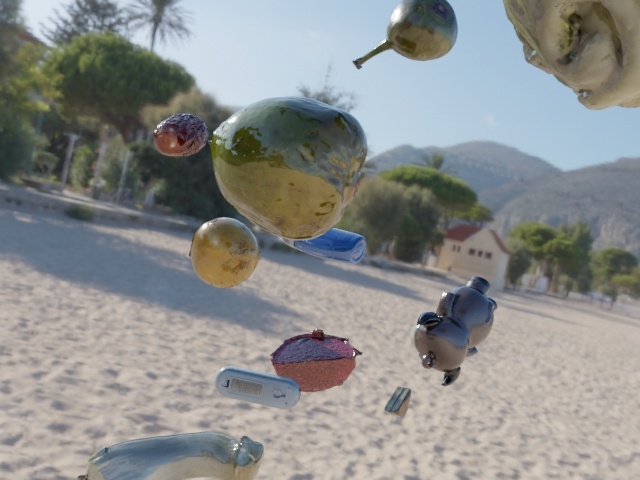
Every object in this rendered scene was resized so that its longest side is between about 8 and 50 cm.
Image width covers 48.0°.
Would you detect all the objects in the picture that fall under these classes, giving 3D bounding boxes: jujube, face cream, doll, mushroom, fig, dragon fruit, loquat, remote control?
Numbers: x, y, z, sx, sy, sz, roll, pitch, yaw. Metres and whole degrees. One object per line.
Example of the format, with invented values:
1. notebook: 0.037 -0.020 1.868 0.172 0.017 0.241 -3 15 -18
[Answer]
1. jujube: -0.350 -0.260 1.796 0.112 0.109 0.176 -30 10 19
2. face cream: 0.000 0.000 2.179 0.263 0.083 0.149 16 25 26
3. doll: 0.288 0.185 1.546 0.257 0.182 0.117 -40 24 -29
4. mushroom: -0.216 0.326 1.041 0.277 0.099 0.096 -11 14 5
5. fig: -0.075 -0.172 1.596 0.343 0.344 0.343 13 0 0
6. dragon fruit: -0.014 0.360 2.161 0.273 0.126 0.161 -5 29 -4
7. loquat: -0.310 0.039 2.324 0.234 0.235 0.235 13 0 0
8. fig: 0.188 -0.437 1.585 0.151 0.152 0.259 13 -22 -30
9. remote control: -0.175 0.406 1.981 0.244 0.087 0.047 10 -1 6

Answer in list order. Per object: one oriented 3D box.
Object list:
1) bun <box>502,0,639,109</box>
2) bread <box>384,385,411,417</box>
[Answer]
1. bun: 0.378 -0.313 0.912 0.210 0.360 0.359 -32 21 -23
2. bread: 0.198 0.426 1.838 0.043 0.062 0.109 6 26 28
